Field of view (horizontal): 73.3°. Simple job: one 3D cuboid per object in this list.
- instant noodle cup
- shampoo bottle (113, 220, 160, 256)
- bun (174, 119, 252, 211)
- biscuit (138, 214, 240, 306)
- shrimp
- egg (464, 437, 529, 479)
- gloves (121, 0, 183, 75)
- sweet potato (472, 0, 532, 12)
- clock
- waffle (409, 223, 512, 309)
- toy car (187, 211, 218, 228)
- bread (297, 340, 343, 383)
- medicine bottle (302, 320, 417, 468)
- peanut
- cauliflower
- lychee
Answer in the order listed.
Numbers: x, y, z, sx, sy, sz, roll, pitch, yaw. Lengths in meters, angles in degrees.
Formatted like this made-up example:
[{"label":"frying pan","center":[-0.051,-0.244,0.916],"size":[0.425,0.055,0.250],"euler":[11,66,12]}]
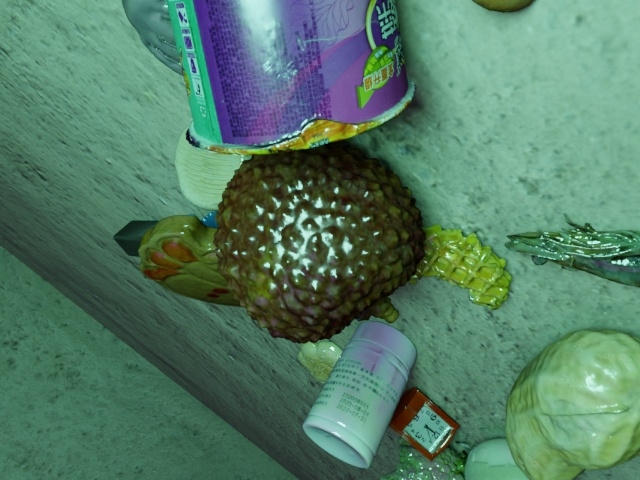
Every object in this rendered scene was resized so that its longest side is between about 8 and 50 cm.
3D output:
[{"label":"instant noodle cup","center":[-0.038,-0.220,0.415],"size":[0.251,0.251,0.190],"euler":[12,130,31]},{"label":"shampoo bottle","center":[-0.470,-0.003,1.161],"size":[0.246,0.080,0.079],"euler":[3,132,39]},{"label":"bun","center":[-0.152,-0.123,0.718],"size":[0.173,0.113,0.167],"euler":[46,118,18]},{"label":"biscuit","center":[-0.187,0.057,0.888],"size":[0.359,0.074,0.381],"euler":[18,151,-28]},{"label":"shrimp","center":[0.364,-0.009,0.470],"size":[0.296,0.058,0.169],"euler":[11,131,27]},{"label":"egg","center":[0.429,0.524,0.922],"size":[0.217,0.183,0.183],"euler":[-14,122,39]},{"label":"gloves","center":[-0.208,-0.328,0.553],"size":[0.285,0.119,0.142],"euler":[57,172,-32]},{"label":"sweet potato","center":[0.118,-0.278,0.360],"size":[0.202,0.055,0.058],"euler":[48,-179,-19]},{"label":"clock","center":[0.249,0.448,1.056],"size":[0.155,0.113,0.061],"euler":[42,175,-7]},{"label":"waffle","center":[0.194,0.044,0.674],"size":[0.194,0.051,0.149],"euler":[7,134,35]},{"label":"toy car","center":[-0.284,-0.009,0.982],"size":[0.100,0.097,0.191],"euler":[48,143,-10]},{"label":"bread","center":[0.029,0.341,1.173],"size":[0.251,0.039,0.182],"euler":[-9,126,46]},{"label":"medicine bottle","center":[0.089,0.310,0.895],"size":[0.152,0.254,0.152],"euler":[23,143,19]},{"label":"peanut","center":[0.390,0.258,0.663],"size":[0.340,0.158,0.174],"euler":[93,155,-55]},{"label":"cauliflower","center":[0.280,0.660,1.126],"size":[0.256,0.239,0.315],"euler":[29,111,24]},{"label":"lychee","center":[0.000,0.000,0.593],"size":[0.304,0.276,0.276],"euler":[47,145,1]}]
